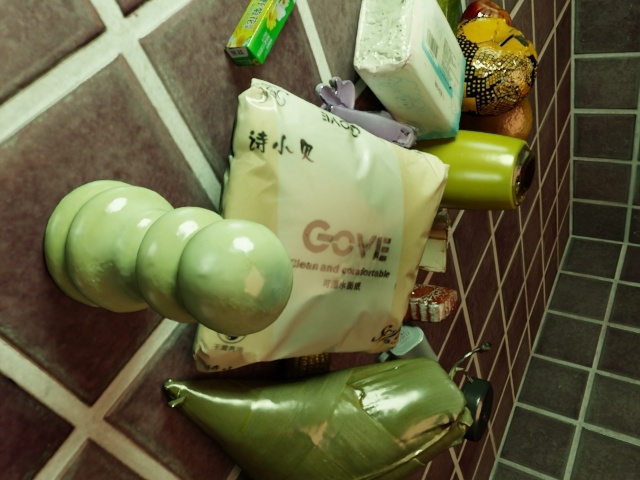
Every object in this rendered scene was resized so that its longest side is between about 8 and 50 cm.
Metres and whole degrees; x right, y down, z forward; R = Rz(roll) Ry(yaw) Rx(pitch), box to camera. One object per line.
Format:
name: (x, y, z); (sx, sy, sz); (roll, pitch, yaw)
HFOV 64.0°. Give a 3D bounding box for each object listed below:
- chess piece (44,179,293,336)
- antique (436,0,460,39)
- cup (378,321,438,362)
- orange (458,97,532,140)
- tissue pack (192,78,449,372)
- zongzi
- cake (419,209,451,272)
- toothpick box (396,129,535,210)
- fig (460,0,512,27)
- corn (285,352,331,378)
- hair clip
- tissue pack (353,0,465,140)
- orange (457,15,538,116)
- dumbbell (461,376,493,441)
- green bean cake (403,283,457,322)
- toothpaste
chess piece: (-0.137, 0.022, 0.505); (0.144, 0.251, 0.145); (-20, 115, -53)
antique: (0.245, -0.505, 1.075); (0.080, 0.081, 0.221); (-18, 113, -52)
cup: (0.197, 0.267, 1.213); (0.128, 0.095, 0.129); (-35, 131, -5)
orange: (0.444, -0.301, 1.330); (0.206, 0.206, 0.206); (-21, 116, -52)
tissue pack: (0.000, 0.000, 0.764); (0.375, 0.195, 0.390); (6, 98, -39)
zongzi: (0.059, 0.228, 0.768); (0.447, 0.181, 0.418); (-34, 121, 0)
cake: (0.289, -0.003, 1.320); (0.225, 0.090, 0.110); (-47, 136, -65)
toothpick box: (0.303, -0.148, 1.088); (0.175, 0.271, 0.175); (-21, 116, -52)
fig: (0.399, -0.533, 1.282); (0.128, 0.150, 0.129); (16, 67, -41)
corn: (-0.025, 0.251, 0.900); (0.085, 0.063, 0.166); (-6, 108, -47)
hair clip: (0.059, -0.200, 0.894); (0.278, 0.090, 0.137); (3, 109, -49)
tissue pack: (0.178, -0.332, 0.968); (0.271, 0.124, 0.202); (32, 59, -53)
orange: (0.371, -0.393, 1.172); (0.235, 0.234, 0.182); (-62, 177, -24)
dumbbell: (0.316, 0.406, 1.310); (0.152, 0.218, 0.153); (-21, 116, -53)
green bean cake: (0.242, 0.145, 1.203); (0.135, 0.135, 0.057); (-25, 112, -55)
toothpaste: (-0.070, -0.317, 0.699); (0.037, 0.043, 0.179); (44, 63, -48)
